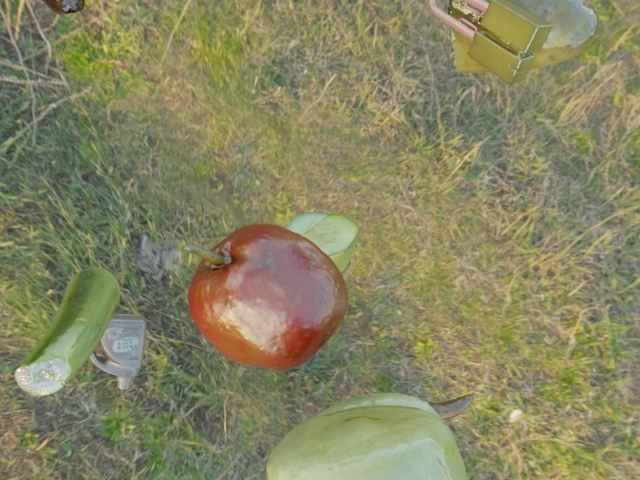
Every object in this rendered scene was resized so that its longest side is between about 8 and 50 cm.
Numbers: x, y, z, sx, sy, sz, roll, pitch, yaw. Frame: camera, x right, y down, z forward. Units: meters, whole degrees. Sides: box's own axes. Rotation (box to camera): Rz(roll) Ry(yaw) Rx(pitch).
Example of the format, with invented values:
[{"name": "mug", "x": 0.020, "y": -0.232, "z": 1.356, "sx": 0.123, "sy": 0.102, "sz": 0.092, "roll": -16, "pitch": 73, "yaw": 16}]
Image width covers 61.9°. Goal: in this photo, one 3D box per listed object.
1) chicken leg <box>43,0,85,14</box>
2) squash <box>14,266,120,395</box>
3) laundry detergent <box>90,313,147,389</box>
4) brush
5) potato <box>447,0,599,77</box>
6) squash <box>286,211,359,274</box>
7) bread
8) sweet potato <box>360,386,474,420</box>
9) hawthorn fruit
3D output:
[{"name": "chicken leg", "x": -0.270, "y": -0.326, "z": 0.403, "sx": 0.083, "sy": 0.322, "sz": 0.177, "roll": -11, "pitch": 80, "yaw": 2}, {"name": "squash", "x": -0.365, "y": 0.124, "z": 0.803, "sx": 0.083, "sy": 0.250, "sz": 0.083, "roll": -1, "pitch": 120, "yaw": -2}, {"name": "laundry detergent", "x": -0.647, "y": 0.351, "z": 1.688, "sx": 0.171, "sy": 0.076, "sz": 0.237, "roll": 8, "pitch": 98, "yaw": -27}, {"name": "brush", "x": 0.269, "y": -0.371, "z": 0.905, "sx": 0.047, "sy": 0.103, "sz": 0.233, "roll": -23, "pitch": 57, "yaw": -31}, {"name": "potato", "x": 0.384, "y": -0.421, "z": 1.012, "sx": 0.266, "sy": 0.229, "sz": 0.229, "roll": 7, "pitch": 76, "yaw": 18}, {"name": "squash", "x": -0.008, "y": -0.001, "z": 1.502, "sx": 0.220, "sy": 0.133, "sz": 0.220, "roll": 2, "pitch": 54, "yaw": -3}, {"name": "bread", "x": 0.076, "y": 0.398, "z": 0.870, "sx": 0.320, "sy": 0.320, "sz": 0.237, "roll": -20, "pitch": 87, "yaw": -15}, {"name": "sweet potato", "x": 0.214, "y": 0.377, "z": 1.203, "sx": 0.255, "sy": 0.058, "sz": 0.078, "roll": -2, "pitch": 48, "yaw": 18}, {"name": "hawthorn fruit", "x": -0.121, "y": 0.090, "z": 1.004, "sx": 0.330, "sy": 0.287, "sz": 0.287, "roll": 38, "pitch": 72, "yaw": -32}]
